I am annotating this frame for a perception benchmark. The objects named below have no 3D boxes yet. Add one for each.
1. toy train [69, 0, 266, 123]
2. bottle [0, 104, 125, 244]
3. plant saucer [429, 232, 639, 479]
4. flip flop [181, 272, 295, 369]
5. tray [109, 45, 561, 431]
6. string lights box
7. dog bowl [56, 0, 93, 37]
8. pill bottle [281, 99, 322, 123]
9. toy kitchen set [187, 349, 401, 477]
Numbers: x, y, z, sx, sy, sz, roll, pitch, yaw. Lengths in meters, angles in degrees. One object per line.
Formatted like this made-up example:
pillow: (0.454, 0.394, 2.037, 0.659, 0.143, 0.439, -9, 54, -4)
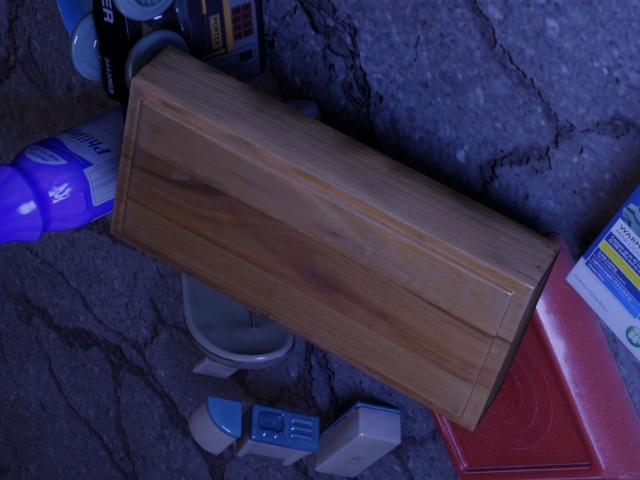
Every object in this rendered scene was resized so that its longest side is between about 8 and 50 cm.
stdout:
toy train: (-0.154, -0.278, 1.530, 0.142, 0.190, 0.334, 24, 129, 43)
bottle: (-0.283, -0.068, 1.742, 0.118, 0.283, 0.092, 24, 130, 40)
plant saucer: (0.180, 0.135, 1.531, 0.259, 0.047, 0.258, -13, 102, 53)
flip flop: (-0.095, 0.016, 1.650, 0.080, 0.112, 0.277, 97, 165, -54)
tray: (0.000, 0.000, 1.456, 0.411, 0.076, 0.203, 28, 135, 13)
string lights box: (0.317, -0.009, 1.249, 0.133, 0.076, 0.260, 49, 142, 17)
dog bowl: (-0.221, -0.326, 1.676, 0.166, 0.074, 0.297, 18, 127, 42)
pill bottle: (-0.027, -0.052, 1.610, 0.094, 0.094, 0.169, 4, 116, 48)
toy kitchen set: (-0.029, 0.153, 1.734, 0.122, 0.207, 0.166, 135, 142, -52)
